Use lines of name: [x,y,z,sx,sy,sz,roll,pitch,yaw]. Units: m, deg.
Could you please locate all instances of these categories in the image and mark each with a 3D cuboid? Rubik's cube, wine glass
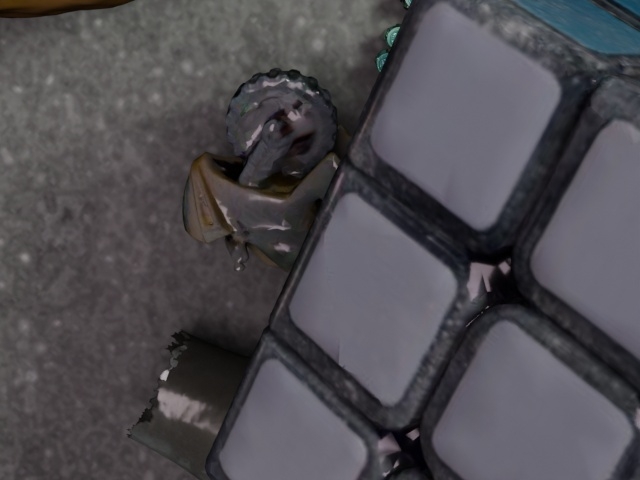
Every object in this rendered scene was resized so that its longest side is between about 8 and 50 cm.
Rubik's cube: [0.176,0.066,0.640,0.301,0.305,0.304,40,118,28]
wine glass: [-0.015,0.144,0.854,0.222,0.103,0.103,25,102,2]

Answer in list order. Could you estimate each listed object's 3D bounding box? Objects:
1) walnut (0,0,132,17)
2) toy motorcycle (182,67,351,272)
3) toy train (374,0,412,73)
walnut: [-0.193,-0.300,0.690,0.397,0.308,0.354,9,116,3]
toy motorcycle: [0.000,0.000,0.837,0.130,0.094,0.229,-33,108,16]
toy train: [0.066,-0.140,0.830,0.045,0.029,0.092,22,101,-5]
